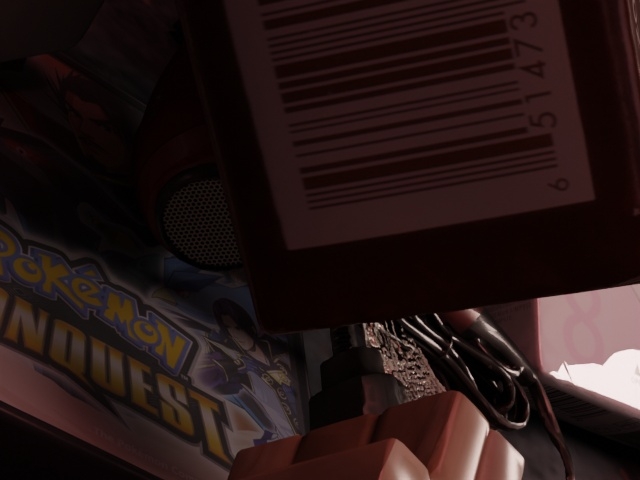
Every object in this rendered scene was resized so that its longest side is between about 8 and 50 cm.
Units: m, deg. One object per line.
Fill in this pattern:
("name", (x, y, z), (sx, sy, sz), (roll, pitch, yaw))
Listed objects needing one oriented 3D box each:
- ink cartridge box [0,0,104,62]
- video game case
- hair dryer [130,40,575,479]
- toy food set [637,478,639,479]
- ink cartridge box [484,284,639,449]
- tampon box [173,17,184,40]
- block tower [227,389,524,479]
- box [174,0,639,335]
("ink cartridge box", (-0.261, -0.239, 0.499), (0.395, 0.166, 0.285), (44, 28, 9))
("video game case", (-0.117, -0.004, 0.570), (0.275, 0.035, 0.248), (31, 28, -27))
("hair dryer", (0.000, 0.000, 0.648), (0.223, 0.080, 0.293), (19, 45, -62))
("toy food set", (0.133, 0.163, 0.572), (0.104, 0.111, 0.232), (50, -16, 11))
("ink cartridge box", (0.171, 0.002, 0.878), (0.189, 0.066, 0.232), (23, 64, -39))
("tampon box", (0.015, -0.134, 0.874), (0.101, 0.120, 0.161), (52, 25, 13))
("block tower", (0.090, 0.180, 0.443), (0.335, 0.097, 0.091), (46, 44, -26))
("box", (0.064, -0.120, 0.576), (0.381, 0.143, 0.191), (-58, 137, -68))
